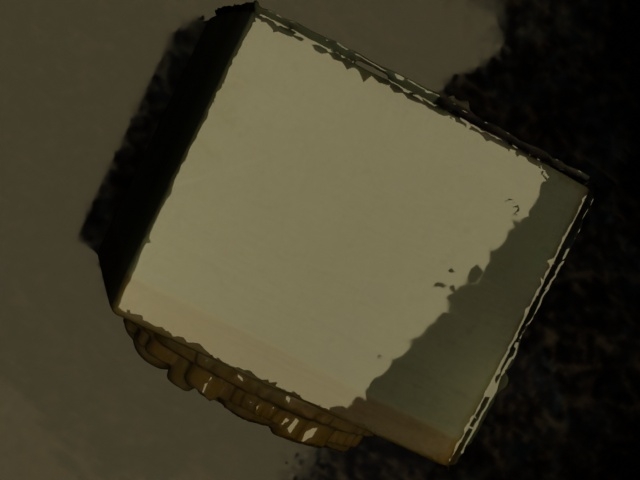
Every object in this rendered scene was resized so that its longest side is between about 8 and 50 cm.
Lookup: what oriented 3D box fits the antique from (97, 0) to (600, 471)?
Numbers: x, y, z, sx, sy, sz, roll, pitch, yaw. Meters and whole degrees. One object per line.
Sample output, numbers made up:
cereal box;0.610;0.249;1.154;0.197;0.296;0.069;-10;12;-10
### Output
antique;0.000;0.000;0.577;0.152;0.147;0.148;27;91;-12
